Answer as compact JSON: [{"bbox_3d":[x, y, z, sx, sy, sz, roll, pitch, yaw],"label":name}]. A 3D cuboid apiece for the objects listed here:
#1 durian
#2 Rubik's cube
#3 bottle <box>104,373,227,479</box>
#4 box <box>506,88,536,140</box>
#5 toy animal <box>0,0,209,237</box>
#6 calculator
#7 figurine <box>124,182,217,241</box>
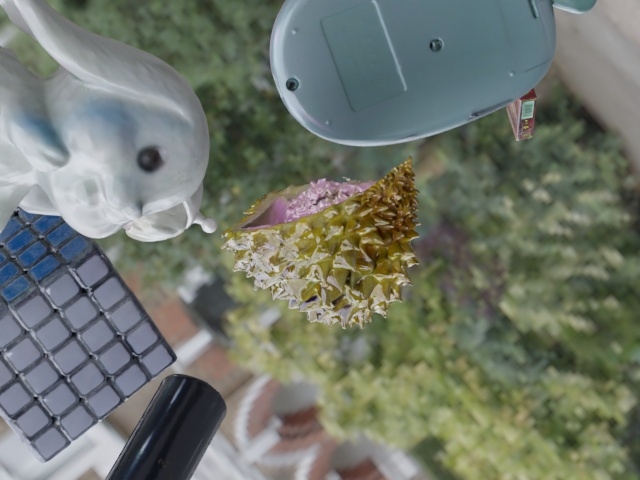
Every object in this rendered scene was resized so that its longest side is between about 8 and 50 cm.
[{"bbox_3d":[0.002,0.001,1.450,0.182,0.132,0.165,8,152,24],"label":"durian"},{"bbox_3d":[-0.374,0.106,2.277,0.237,0.237,0.238,40,165,53],"label":"Rubik's cube"},{"bbox_3d":[-0.171,0.240,1.623,0.072,0.244,0.082,34,143,-6],"label":"bottle"},{"bbox_3d":[0.244,-0.166,2.095,0.082,0.023,0.051,85,174,-56],"label":"box"},{"bbox_3d":[-0.255,-0.102,1.590,0.289,0.249,0.174,31,-132,-17],"label":"toy animal"},{"bbox_3d":[0.101,-0.187,1.477,0.041,0.298,0.185,-130,19,-72],"label":"calculator"},{"bbox_3d":[-0.231,-0.097,2.080,0.257,0.182,0.144,57,-141,-1],"label":"figurine"}]
